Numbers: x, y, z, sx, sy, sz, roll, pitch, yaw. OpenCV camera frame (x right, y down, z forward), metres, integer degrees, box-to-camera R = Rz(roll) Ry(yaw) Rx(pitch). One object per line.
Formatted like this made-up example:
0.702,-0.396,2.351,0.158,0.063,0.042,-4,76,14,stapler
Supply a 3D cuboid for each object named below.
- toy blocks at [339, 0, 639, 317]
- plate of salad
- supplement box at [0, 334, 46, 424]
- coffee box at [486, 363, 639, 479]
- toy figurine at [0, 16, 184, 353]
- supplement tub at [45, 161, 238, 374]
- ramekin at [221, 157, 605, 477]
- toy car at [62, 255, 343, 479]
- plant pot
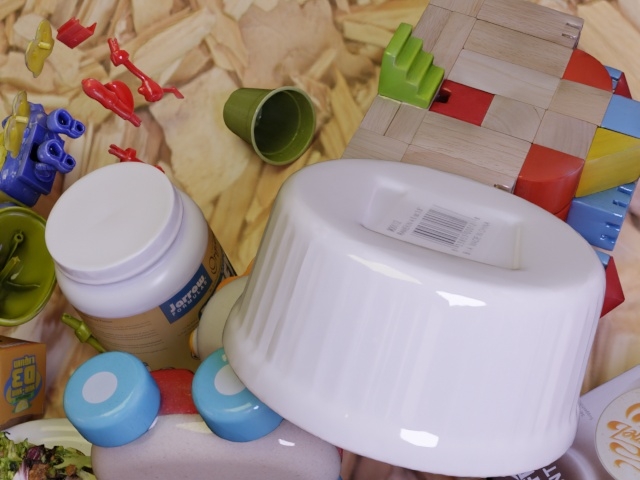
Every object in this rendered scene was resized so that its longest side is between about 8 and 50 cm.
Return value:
0.183,-0.087,1.297,0.260,0.191,0.381,19,49,11,toy blocks
-0.243,0.221,1.266,0.199,0.048,0.200,1,37,0,plate of salad
-0.381,0.122,1.397,0.233,0.078,0.080,10,98,26,supplement box
0.267,0.179,1.099,0.246,0.098,0.141,-29,46,-3,coffee box
-0.307,-0.032,1.506,0.217,0.191,0.363,-24,48,44,toy figurine
-0.155,0.038,1.311,0.144,0.200,0.144,-11,50,13,supplement tub
0.076,0.044,1.057,0.277,0.135,0.277,13,22,-5,ramekin
-0.075,0.109,1.211,0.210,0.219,0.238,-5,50,18,toy car
-0.060,-0.129,1.499,0.083,0.083,0.079,-45,39,-17,plant pot
